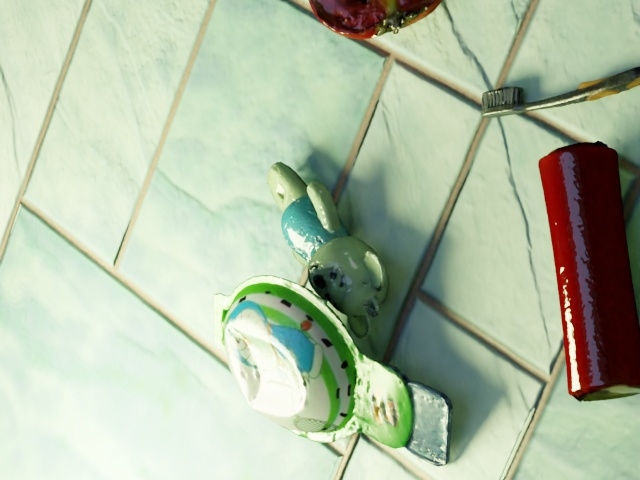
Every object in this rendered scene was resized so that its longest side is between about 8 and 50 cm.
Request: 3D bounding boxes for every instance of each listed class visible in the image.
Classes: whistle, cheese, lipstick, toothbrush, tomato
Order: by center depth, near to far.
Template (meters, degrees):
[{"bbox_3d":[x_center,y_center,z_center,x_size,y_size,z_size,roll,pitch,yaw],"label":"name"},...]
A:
[{"bbox_3d":[0.258,0.030,1.727,0.080,0.080,0.241,-17,73,41],"label":"lipstick"},{"bbox_3d":[0.281,-0.152,1.762,0.321,0.023,0.031,-6,84,43],"label":"toothbrush"},{"bbox_3d":[0.006,0.142,1.935,0.320,0.083,0.203,25,130,33],"label":"cheese"},{"bbox_3d":[0.067,-0.281,1.938,0.159,0.091,0.139,-24,81,12],"label":"tomato"},{"bbox_3d":[0.000,0.000,1.980,0.235,0.077,0.114,53,145,36],"label":"whistle"}]
